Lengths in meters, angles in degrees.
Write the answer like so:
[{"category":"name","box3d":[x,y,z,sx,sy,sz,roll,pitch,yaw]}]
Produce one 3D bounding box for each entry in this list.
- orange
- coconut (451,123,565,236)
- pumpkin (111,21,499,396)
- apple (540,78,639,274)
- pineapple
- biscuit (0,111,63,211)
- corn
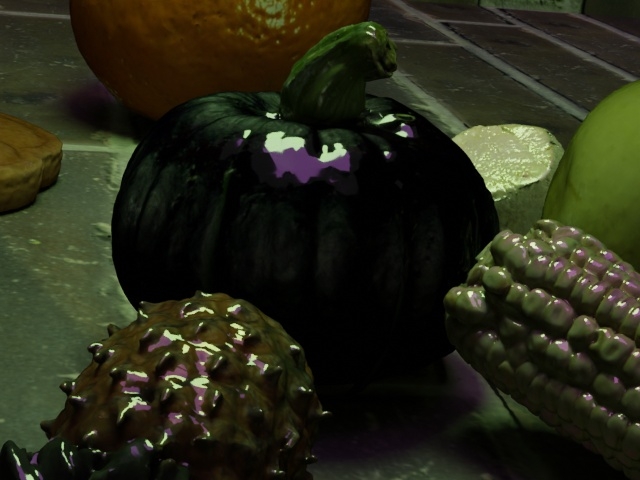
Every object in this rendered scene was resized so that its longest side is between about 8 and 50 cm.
[{"category":"orange","box3d":[-0.120,-0.324,1.636,0.424,0.326,0.424,-29,12,7]},{"category":"coconut","box3d":[0.170,-0.018,1.143,0.147,0.152,0.147,-9,44,8]},{"category":"pumpkin","box3d":[-0.013,-0.035,0.931,0.296,0.295,0.296,5,18,-2]},{"category":"apple","box3d":[0.316,-0.003,0.970,0.292,0.292,0.254,4,26,-7]},{"category":"pineapple","box3d":[-0.096,0.144,0.609,0.170,0.141,0.310,34,30,4]},{"category":"biscuit","box3d":[-0.467,-0.084,1.273,0.350,0.078,0.455,13,19,10]},{"category":"corn","box3d":[0.225,0.107,0.783,0.127,0.126,0.335,-13,42,-44]}]
